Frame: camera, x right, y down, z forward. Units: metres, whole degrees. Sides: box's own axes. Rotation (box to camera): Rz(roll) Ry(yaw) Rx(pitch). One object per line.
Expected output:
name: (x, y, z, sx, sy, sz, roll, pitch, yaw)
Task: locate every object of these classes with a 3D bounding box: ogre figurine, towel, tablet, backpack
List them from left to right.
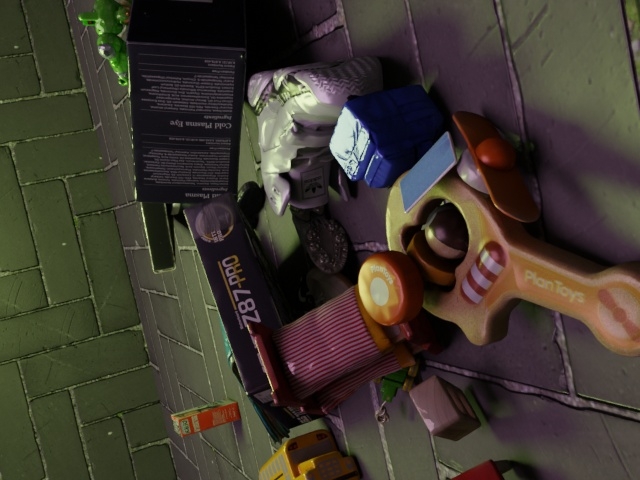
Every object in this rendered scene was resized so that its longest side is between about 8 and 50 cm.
ogre figurine: (-0.365, -0.382, 1.391, 0.118, 0.097, 0.197, -33, -42, -84)
towel: (-0.149, 0.186, 1.565, 0.370, 0.040, 0.271, -111, -1, -51)
backpack: (0.086, -0.121, 0.928, 0.101, 0.120, 0.098, 57, 150, 17)
tablet: (0.112, -0.071, 0.823, 0.083, 0.006, 0.054, -47, 30, 33)

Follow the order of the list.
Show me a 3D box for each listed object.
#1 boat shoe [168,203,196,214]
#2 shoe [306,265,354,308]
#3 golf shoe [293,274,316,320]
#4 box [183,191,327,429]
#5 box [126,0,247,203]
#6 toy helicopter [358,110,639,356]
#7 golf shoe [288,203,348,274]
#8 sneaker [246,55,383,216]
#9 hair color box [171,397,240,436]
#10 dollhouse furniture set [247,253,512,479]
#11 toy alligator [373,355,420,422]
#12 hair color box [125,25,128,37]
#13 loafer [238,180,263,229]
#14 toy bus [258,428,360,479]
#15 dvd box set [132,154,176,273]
boat shoe: (-0.298, -0.146, 1.841, 0.302, 0.091, 0.114, 139, 125, -67)
shoe: (0.035, 0.112, 1.223, 0.219, 0.058, 0.076, 42, 142, 41)
golf shoe: (0.005, 0.128, 1.318, 0.198, 0.077, 0.094, 40, 139, 52)
box: (-0.097, 0.136, 1.342, 0.395, 0.097, 0.318, 70, 180, -69)
box: (-0.223, -0.286, 1.340, 0.343, 0.179, 0.312, -97, 11, -45)
toy helicopter: (0.195, 0.005, 0.789, 0.355, 0.140, 0.235, 25, 117, 49)
golf shoe: (0.000, 0.000, 1.285, 0.086, 0.069, 0.176, 86, 166, -48)
sneaker: (-0.001, -0.142, 1.107, 0.366, 0.137, 0.210, -156, 55, -68)
hair color box: (-0.312, 0.479, 2.136, 0.093, 0.167, 0.053, -9, 95, 67)
dollhouse furniture set: (0.085, 0.230, 0.968, 0.152, 0.201, 0.374, 37, -155, -60)
toy alligator: (0.108, 0.196, 1.155, 0.189, 0.056, 0.051, 100, -172, -45)
hair color box: (-0.367, -0.435, 1.803, 0.185, 0.114, 0.374, 56, 151, 39)
loafer: (-0.157, -0.077, 1.596, 0.170, 0.062, 0.061, 119, 137, -57)
toy bus: (-0.030, 0.466, 1.556, 0.332, 0.108, 0.130, 119, 134, -59)
dvd box set: (-0.432, -0.129, 2.058, 0.420, 0.062, 0.307, -122, 24, -69)
